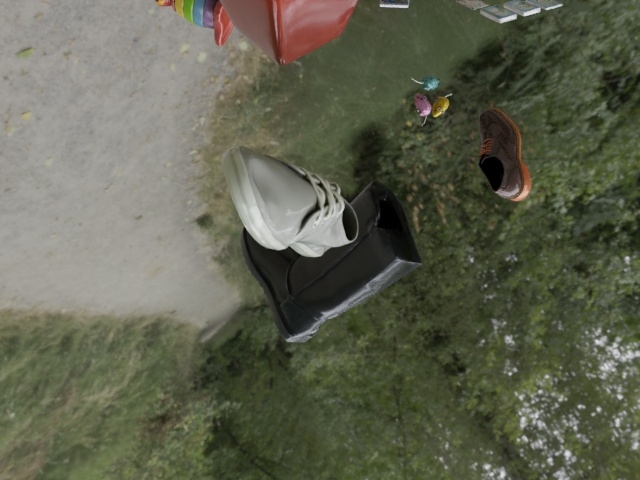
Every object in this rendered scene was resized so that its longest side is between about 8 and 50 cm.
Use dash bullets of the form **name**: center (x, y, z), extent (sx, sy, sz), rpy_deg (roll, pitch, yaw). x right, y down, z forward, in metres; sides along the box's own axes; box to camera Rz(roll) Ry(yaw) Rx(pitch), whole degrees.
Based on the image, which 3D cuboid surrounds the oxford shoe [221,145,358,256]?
- **oxford shoe**: center (-0.033, -0.064, 0.912), extent (0.130, 0.169, 0.449), rpy_deg (-18, 166, 14)

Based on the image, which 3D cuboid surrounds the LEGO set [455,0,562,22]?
- **LEGO set**: center (0.443, -0.612, 1.332), extent (0.183, 0.244, 0.060), rpy_deg (-19, 133, -13)

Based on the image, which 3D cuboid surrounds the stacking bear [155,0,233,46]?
- **stacking bear**: center (-0.431, -0.802, 1.805), extent (0.175, 0.289, 0.164), rpy_deg (111, 3, -66)

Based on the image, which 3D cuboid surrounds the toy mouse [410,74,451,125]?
- **toy mouse**: center (0.292, -0.389, 1.452), extent (0.031, 0.143, 0.161), rpy_deg (4, -123, 53)

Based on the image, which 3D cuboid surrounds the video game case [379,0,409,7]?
- **video game case**: center (0.234, -0.769, 1.671), extent (0.087, 0.121, 0.011), rpy_deg (7, 161, 10)

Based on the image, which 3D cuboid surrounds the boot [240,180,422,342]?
- **boot**: center (0.001, 0.002, 1.304), extent (0.146, 0.366, 0.445), rpy_deg (-13, 158, -41)

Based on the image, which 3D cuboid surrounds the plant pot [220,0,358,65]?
- **plant pot**: center (-0.068, -0.527, 1.105), extent (0.267, 0.267, 0.235), rpy_deg (-35, 155, -20)

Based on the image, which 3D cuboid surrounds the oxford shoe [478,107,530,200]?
- **oxford shoe**: center (0.445, -0.230, 1.370), extent (0.099, 0.271, 0.097), rpy_deg (5, 149, -29)
